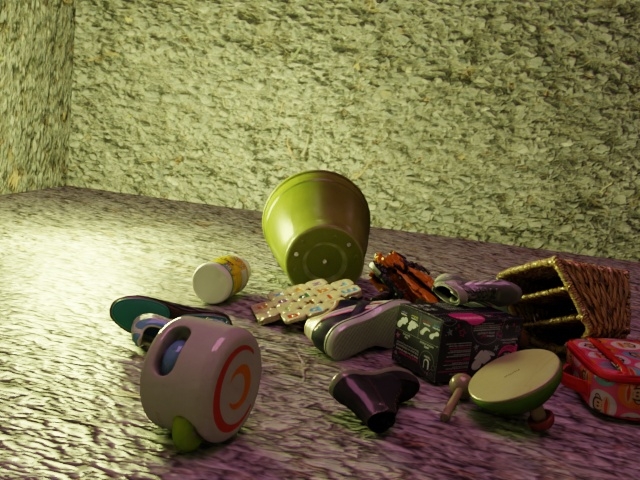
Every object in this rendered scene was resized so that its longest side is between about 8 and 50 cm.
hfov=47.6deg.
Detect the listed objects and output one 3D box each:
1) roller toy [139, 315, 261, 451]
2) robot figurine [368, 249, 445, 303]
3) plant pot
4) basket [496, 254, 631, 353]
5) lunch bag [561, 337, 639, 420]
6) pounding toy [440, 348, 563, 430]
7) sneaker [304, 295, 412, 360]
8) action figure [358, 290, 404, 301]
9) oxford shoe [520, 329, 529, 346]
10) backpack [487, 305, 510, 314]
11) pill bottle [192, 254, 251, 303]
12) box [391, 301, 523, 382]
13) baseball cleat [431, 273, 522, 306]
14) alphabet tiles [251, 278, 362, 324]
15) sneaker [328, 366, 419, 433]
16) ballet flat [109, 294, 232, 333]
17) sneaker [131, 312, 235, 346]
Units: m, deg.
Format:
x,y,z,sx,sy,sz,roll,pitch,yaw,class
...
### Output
x,y,z,sx,sy,sz,roll,pitch,yaw,class
-0.198,0.225,1.201,0.146,0.191,0.209,9,11,23,roller toy
0.249,0.137,1.925,0.291,0.085,0.211,39,25,15,robot figurine
0.000,0.000,2.286,0.366,0.366,0.353,5,21,-7,plant pot
0.598,0.176,1.833,0.223,0.213,0.299,9,-12,-16,basket
0.650,0.296,1.575,0.258,0.120,0.293,3,8,3,lunch bag
0.367,0.311,1.407,0.237,0.110,0.183,-21,12,22,pounding toy
0.104,0.195,1.752,0.321,0.126,0.127,-5,21,-43,sneaker
0.154,0.182,1.970,0.285,0.099,0.185,-8,24,-42,action figure
0.476,0.244,1.935,0.076,0.076,0.212,35,-3,-21,oxford shoe
0.532,0.191,2.083,0.152,0.115,0.182,-4,9,10,backpack
-0.272,0.103,2.067,0.118,0.117,0.208,9,10,14,pill bottle
0.311,0.227,1.658,0.247,0.142,0.163,3,9,-32,box
0.365,0.129,1.702,0.206,0.072,0.109,5,20,19,baseball cleat
-0.038,0.161,1.927,0.284,0.021,0.278,-15,13,-12,alphabet tiles
0.126,0.303,1.351,0.222,0.083,0.118,7,26,-41,sneaker
-0.344,0.185,1.669,0.280,0.095,0.096,14,-2,-15,ballet flat
-0.292,0.213,1.580,0.237,0.085,0.086,7,36,-16,sneaker
